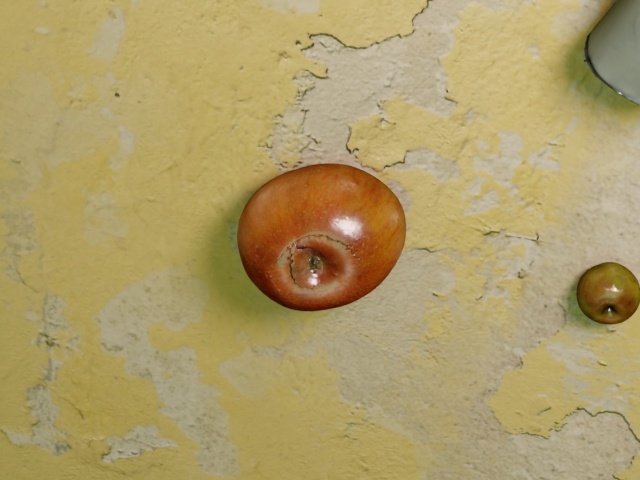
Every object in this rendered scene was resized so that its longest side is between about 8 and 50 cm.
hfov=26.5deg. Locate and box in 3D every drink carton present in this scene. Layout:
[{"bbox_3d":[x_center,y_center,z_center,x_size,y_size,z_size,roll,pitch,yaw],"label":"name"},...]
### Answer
[{"bbox_3d":[0.438,-0.267,1.639,0.185,0.191,0.189,25,133,-7],"label":"drink carton"}]

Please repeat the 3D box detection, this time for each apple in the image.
[{"bbox_3d":[0.405,0.075,1.907,0.090,0.074,0.089,6,124,8],"label":"apple"},{"bbox_3d":[0.000,0.000,1.889,0.235,0.173,0.210,-32,110,25],"label":"apple"}]
